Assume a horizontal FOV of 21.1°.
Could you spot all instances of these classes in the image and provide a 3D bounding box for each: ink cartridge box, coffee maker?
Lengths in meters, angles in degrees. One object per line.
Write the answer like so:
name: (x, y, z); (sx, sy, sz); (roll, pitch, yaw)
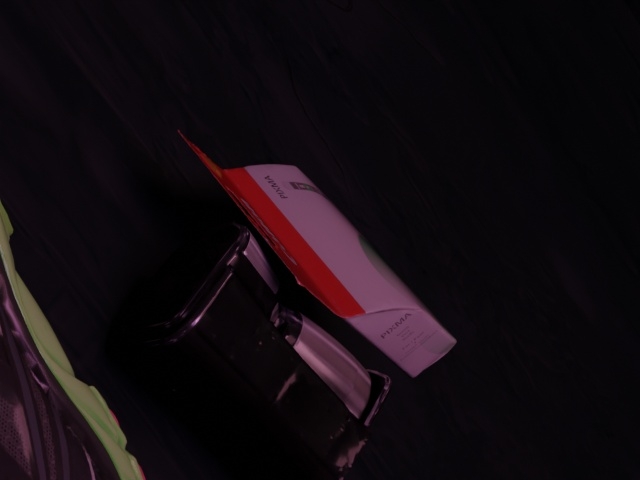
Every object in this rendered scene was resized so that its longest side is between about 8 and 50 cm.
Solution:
ink cartridge box: (0.000, 0.000, 1.329); (0.181, 0.056, 0.225); (50, 2, 33)
coffee maker: (-0.054, 0.102, 1.228); (0.178, 0.120, 0.171); (47, 35, -24)

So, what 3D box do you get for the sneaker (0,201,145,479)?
sneaker: (-0.258, 0.049, 0.902); (0.483, 0.185, 0.202); (56, 28, -11)
